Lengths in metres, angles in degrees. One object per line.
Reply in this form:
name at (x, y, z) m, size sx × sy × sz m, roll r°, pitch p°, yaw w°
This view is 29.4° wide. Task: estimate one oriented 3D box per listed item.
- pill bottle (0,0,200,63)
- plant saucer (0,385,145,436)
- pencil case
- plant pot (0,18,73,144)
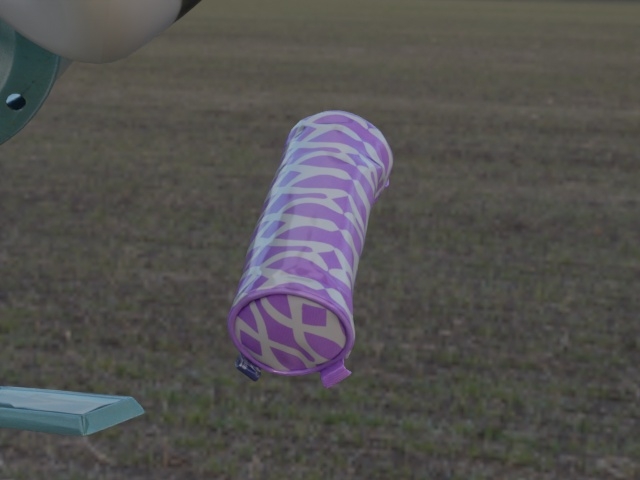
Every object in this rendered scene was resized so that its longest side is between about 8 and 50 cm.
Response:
pill bottle at (-0.008, -0.227, 0.404) m, size 0.334 × 0.188 × 0.188 m, roll -42°, pitch 28°, yaw -15°
plant saucer at (-0.234, 0.140, 1.017) m, size 0.192 × 0.018 × 0.067 m, roll -1°, pitch 10°, yaw 40°
pencil case at (0.000, 0.000, 0.826) m, size 0.088 × 0.086 × 0.206 m, roll 35°, pitch 42°, yaw -19°
plant pot at (-0.255, -0.185, 0.787) m, size 0.272 × 0.271 × 0.255 m, roll -1°, pitch 35°, yaw -12°
